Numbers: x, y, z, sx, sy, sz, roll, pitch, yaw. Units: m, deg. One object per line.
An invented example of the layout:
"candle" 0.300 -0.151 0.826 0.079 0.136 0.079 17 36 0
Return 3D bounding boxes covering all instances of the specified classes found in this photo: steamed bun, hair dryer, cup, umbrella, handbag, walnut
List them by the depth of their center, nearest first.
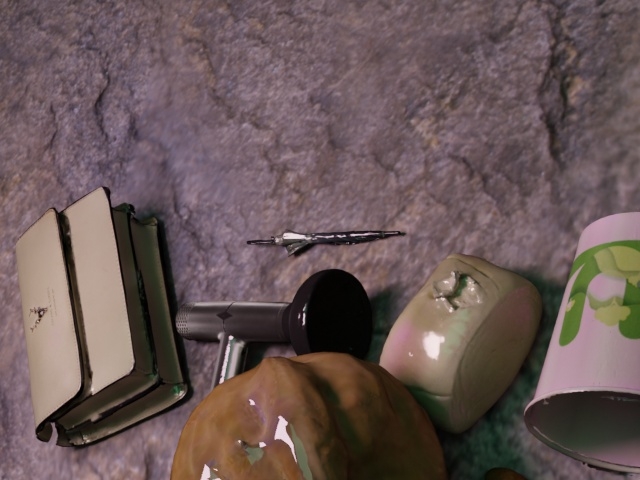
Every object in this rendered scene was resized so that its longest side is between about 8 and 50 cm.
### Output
"cup" 0.397 0.126 1.568 0.253 0.253 0.274 -1 58 30
"walnut" -0.004 0.327 1.631 0.383 0.383 0.384 -13 60 24
"steamed bun" 0.180 0.130 1.731 0.170 0.152 0.239 29 80 38
"hair dryer" -0.078 0.208 1.901 0.320 0.155 0.284 -14 79 38
"umbrella" -0.003 0.001 1.974 0.269 0.044 0.044 -3 95 29
"handbag" -0.372 0.122 2.053 0.236 0.160 0.359 -30 54 23

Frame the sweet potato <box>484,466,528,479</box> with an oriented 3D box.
"sweet potato" 0.271 0.360 1.622 0.058 0.055 0.202 -19 46 -24
